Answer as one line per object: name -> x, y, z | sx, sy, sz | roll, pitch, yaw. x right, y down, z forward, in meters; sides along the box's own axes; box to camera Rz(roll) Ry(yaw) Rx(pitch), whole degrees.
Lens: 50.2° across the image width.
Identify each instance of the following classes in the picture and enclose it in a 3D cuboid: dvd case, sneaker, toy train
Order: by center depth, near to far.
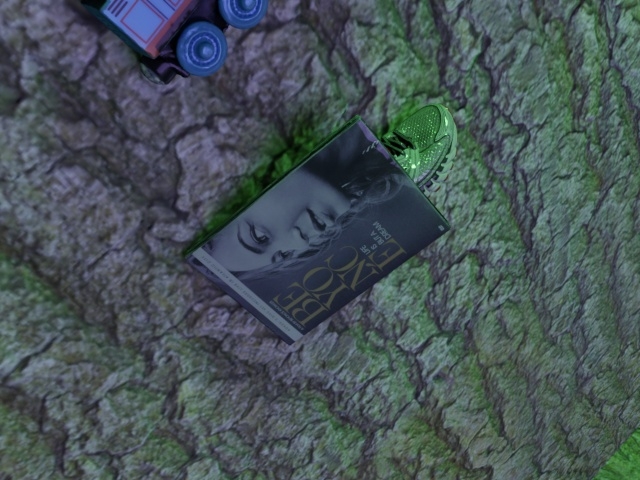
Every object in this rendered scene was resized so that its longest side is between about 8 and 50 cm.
toy train -> -0.092, -0.210, 0.525 | 0.184, 0.080, 0.105 | -51, 131, -1
dvd case -> 0.000, 0.000, 0.694 | 0.221, 0.018, 0.164 | -37, 122, 14
sneaker -> 0.058, -0.070, 0.731 | 0.225, 0.088, 0.093 | -44, 135, -9
